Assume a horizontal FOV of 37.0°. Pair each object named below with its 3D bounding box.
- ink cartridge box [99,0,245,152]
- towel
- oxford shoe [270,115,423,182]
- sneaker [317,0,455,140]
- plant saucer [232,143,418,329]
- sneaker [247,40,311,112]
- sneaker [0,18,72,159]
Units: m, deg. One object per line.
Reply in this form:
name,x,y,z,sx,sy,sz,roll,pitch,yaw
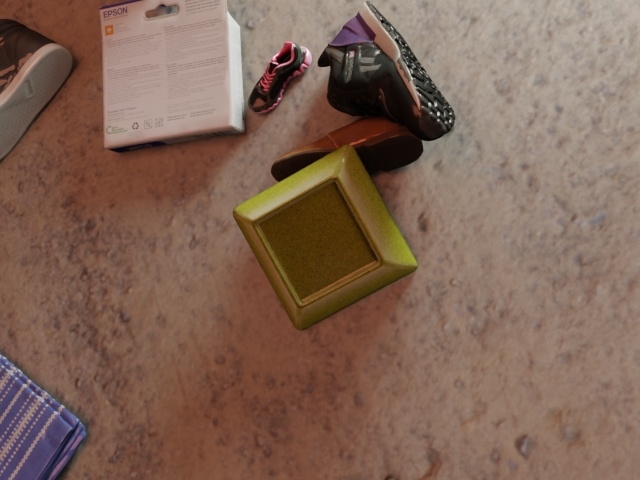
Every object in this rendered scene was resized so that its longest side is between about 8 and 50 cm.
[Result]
ink cartridge box,-0.222,-0.255,1.422,0.223,0.045,0.224,-6,83,21
towel,-0.517,0.284,1.418,0.336,0.040,0.243,32,87,28
oxford shoe,0.035,-0.123,1.293,0.212,0.076,0.076,-13,48,15
sneaker,0.077,-0.191,1.242,0.124,0.107,0.283,-40,37,15
plant saucer,0.000,0.000,1.241,0.188,0.045,0.188,-29,90,13
sneaker,-0.067,-0.235,1.361,0.047,0.057,0.119,42,95,24
sneaker,-0.540,-0.229,1.532,0.296,0.104,0.147,-47,63,-2
